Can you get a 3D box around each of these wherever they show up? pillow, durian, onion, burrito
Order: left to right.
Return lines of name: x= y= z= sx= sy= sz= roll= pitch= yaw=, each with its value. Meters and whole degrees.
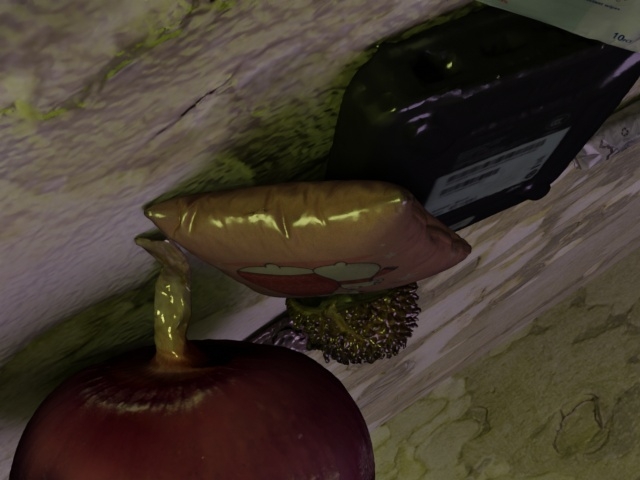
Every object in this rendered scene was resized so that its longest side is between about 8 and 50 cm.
onion: x=-0.117 y=0.204 z=0.790 sx=0.358 sy=0.359 sz=0.344 roll=46 pitch=55 yaw=-69
pillow: x=-0.029 y=0.134 z=1.107 sx=0.248 sy=0.049 sz=0.135 roll=-32 pitch=163 yaw=-1
pillow: x=0.000 y=0.000 z=0.699 sx=0.236 sy=0.084 sz=0.223 roll=-7 pitch=163 yaw=19
durian: x=0.049 y=0.082 z=0.826 sx=0.148 sy=0.091 sz=0.188 roll=-8 pitch=-168 yaw=37
burrito: x=0.455 y=-0.167 z=1.184 sx=0.203 sy=0.064 sz=0.064 roll=-28 pitch=158 yaw=-17

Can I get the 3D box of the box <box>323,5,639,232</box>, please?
box: x=0.162 y=-0.103 z=0.820 sx=0.359 sy=0.091 sz=0.350 roll=-22 pitch=157 yaw=-19

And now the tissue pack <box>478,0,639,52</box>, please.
tissue pack: x=0.206 y=-0.208 z=0.611 sx=0.193 sy=0.026 sz=0.122 roll=15 pitch=155 yaw=-5
